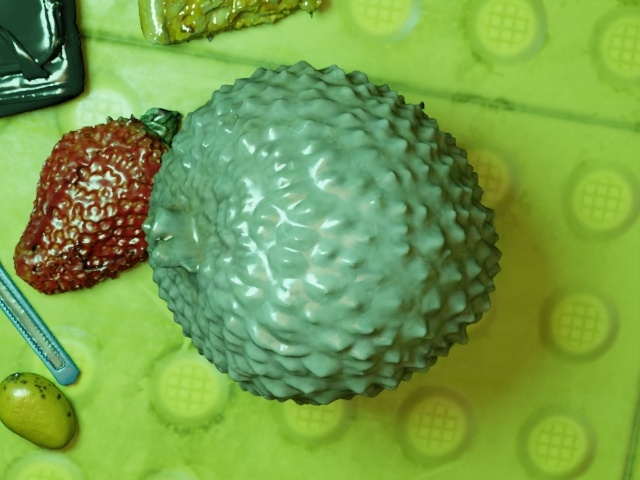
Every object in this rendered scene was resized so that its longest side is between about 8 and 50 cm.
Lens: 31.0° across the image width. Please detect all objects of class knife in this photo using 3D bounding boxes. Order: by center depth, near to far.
[{"bbox_3d":[-0.394,0.058,1.440,0.044,0.026,0.296,-38,95,-11],"label":"knife"}]

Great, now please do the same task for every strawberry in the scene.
[{"bbox_3d":[-0.263,-0.044,1.397,0.188,0.106,0.286,40,92,-3],"label":"strawberry"}]

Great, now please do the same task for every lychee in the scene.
[{"bbox_3d":[0.000,0.000,1.283,0.432,0.380,0.380,2,95,-35],"label":"lychee"}]

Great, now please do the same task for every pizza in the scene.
[{"bbox_3d":[-0.086,-0.359,1.392,0.226,0.086,0.335,34,91,-3],"label":"pizza"}]

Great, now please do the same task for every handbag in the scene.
[{"bbox_3d":[-0.430,-0.264,1.387,0.275,0.088,0.244,-8,99,-3],"label":"handbag"}]

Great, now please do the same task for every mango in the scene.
[{"bbox_3d":[-0.354,0.213,1.438,0.079,0.057,0.114,-42,98,-6],"label":"mango"}]
